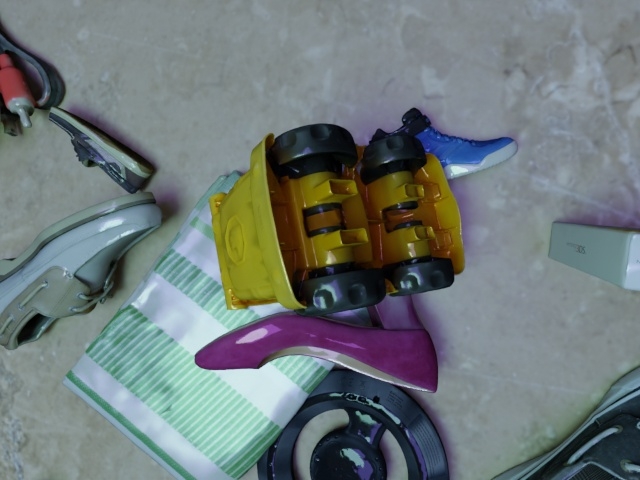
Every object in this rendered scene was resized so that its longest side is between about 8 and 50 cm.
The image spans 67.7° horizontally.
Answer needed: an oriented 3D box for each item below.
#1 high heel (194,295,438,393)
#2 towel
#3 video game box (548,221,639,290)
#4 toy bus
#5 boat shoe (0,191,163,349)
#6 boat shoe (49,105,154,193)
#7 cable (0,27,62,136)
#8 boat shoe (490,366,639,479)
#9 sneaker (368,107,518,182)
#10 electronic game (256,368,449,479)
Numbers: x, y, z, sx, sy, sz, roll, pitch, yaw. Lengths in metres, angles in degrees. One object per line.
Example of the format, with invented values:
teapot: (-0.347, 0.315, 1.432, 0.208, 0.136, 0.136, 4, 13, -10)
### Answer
high heel: (-0.002, 0.129, 0.495, 0.244, 0.082, 0.117, -12, 74, -12)
towel: (-0.112, 0.109, 0.562, 0.248, 0.038, 0.325, 37, 88, 7)
video game box: (0.321, 0.016, 0.408, 0.187, 0.205, 0.048, 9, 96, 11)
toy bus: (0.000, 0.000, 0.472, 0.211, 0.220, 0.149, -25, 75, 50)
boat shoe: (-0.304, 0.041, 0.590, 0.302, 0.113, 0.103, -27, 89, 22)
boat shoe: (-0.284, -0.114, 0.600, 0.152, 0.056, 0.049, 34, 93, 8)
cable: (-0.435, -0.258, 0.616, 0.139, 0.072, 0.287, -20, 88, 6)
boat shoe: (0.303, 0.237, 0.465, 0.335, 0.119, 0.121, -43, 84, 10)
sneaker: (0.127, -0.108, 0.515, 0.152, 0.058, 0.084, -14, 98, 18)
electronic game: (0.032, 0.267, 0.557, 0.229, 0.048, 0.229, -1, 86, 17)
